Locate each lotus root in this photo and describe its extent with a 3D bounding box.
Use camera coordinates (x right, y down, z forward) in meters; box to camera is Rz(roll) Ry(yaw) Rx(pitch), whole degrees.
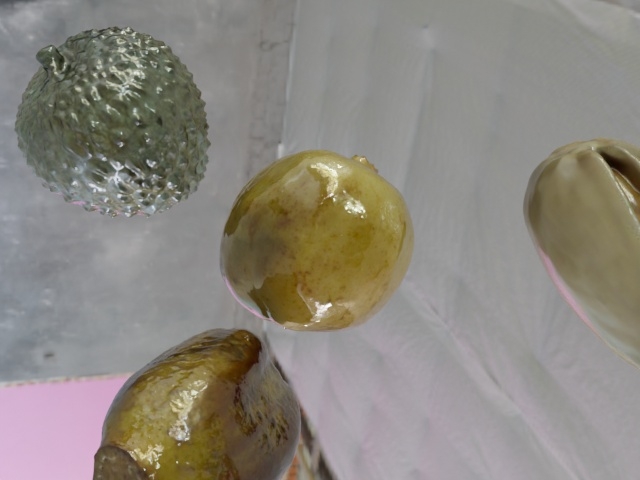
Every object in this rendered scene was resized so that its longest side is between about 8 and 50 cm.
[{"bbox_3d":[-0.131,0.200,0.813,0.291,0.193,0.193,-37,130,-73],"label":"lotus root"}]

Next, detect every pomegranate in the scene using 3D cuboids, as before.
[{"bbox_3d":[-0.003,0.006,0.935,0.233,0.233,0.233,178,-90,-70],"label":"pomegranate"}]

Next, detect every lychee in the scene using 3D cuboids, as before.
[{"bbox_3d":[-0.279,-0.158,1.089,0.255,0.274,0.255,-25,-137,26],"label":"lychee"}]

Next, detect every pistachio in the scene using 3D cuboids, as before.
[{"bbox_3d":[0.247,0.007,0.647,0.144,0.143,0.215,118,-42,-54],"label":"pistachio"}]
